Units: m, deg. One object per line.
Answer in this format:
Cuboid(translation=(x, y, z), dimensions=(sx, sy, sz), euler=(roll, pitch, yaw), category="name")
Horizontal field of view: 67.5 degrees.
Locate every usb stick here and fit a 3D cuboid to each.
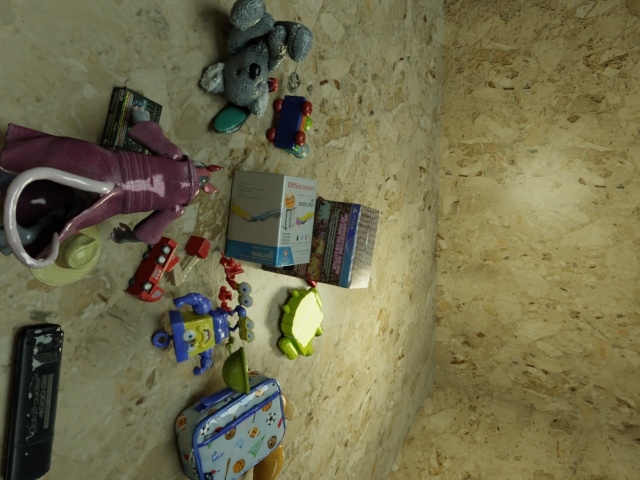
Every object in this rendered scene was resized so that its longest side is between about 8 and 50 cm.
Cuboid(translation=(-0.498, 0.285, 0.835), dimensions=(0.077, 0.045, 0.278), euler=(3, 96, -55), category="usb stick")

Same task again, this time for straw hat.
Cuboid(translation=(-0.434, 0.020, 0.854), dimensions=(0.144, 0.061, 0.145), euler=(-26, 120, -56), category="straw hat")

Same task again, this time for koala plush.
Cuboid(translation=(-0.161, -0.413, 1.117), dimensions=(0.196, 0.203, 0.221), euler=(19, 94, -32), category="koala plush")

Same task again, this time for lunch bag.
Cuboid(translation=(-0.233, 0.496, 1.268), dimensions=(0.303, 0.115, 0.243), euler=(-23, 117, -43), category="lunch bag")

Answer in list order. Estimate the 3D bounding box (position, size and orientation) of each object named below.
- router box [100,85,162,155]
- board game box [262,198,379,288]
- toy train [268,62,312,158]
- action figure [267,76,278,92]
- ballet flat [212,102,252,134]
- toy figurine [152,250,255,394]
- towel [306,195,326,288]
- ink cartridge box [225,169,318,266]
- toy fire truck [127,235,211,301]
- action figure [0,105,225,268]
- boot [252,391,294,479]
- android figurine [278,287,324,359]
Cuboid(translation=(-0.365, -0.222, 0.930), dimensions=(0.092, 0.038, 0.123), euler=(18, 82, -62), category="router box")
Cuboid(translation=(0.000, 0.000, 1.404), dimensions=(0.141, 0.291, 0.232), euler=(8, 92, -62), category="board game box")
Cuboid(translation=(-0.061, -0.369, 1.391), dimensions=(0.143, 0.105, 0.248), euler=(28, 73, -71), category="toy train")
Cuboid(translation=(-0.132, -0.401, 1.239), dimensions=(0.030, 0.115, 0.038), euler=(1, 103, -25), category="action figure")
Cuboid(translation=(-0.201, -0.310, 1.187), dimensions=(0.188, 0.070, 0.070), euler=(-58, 144, -30), category="ballet flat")
Cuboid(translation=(-0.293, 0.224, 1.153), dimensions=(0.217, 0.191, 0.363), euler=(-13, 119, -28), category="toy figurine")
Cuboid(translation=(-0.009, 0.011, 1.668), dimensions=(0.275, 0.031, 0.199), euler=(-67, 150, -24), category="towel")
Cuboid(translation=(-0.127, -0.061, 1.279), dimensions=(0.171, 0.168, 0.233), euler=(-3, 100, -61), category="ink cartridge box")
Cuboid(translation=(-0.332, 0.058, 1.068), dimensions=(0.135, 0.047, 0.192), euler=(53, 53, -55), category="toy fire truck")
Cuboid(translation=(-0.317, -0.107, 0.774), dimensions=(0.370, 0.275, 0.248), euler=(-11, 101, -34), category="action figure")
Cuboid(translation=(-0.186, 0.600, 1.467), dimensions=(0.211, 0.104, 0.295), euler=(52, 48, -47), category="boot")
Cuboid(translation=(-0.062, 0.275, 1.623), dimensions=(0.248, 0.056, 0.273), euler=(-62, 147, -31), category="android figurine")
